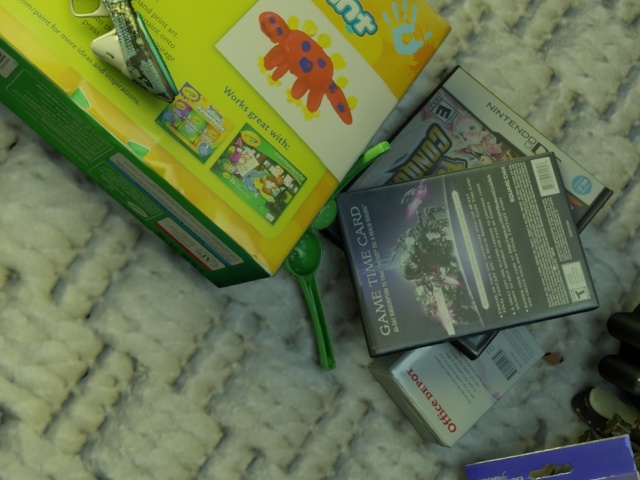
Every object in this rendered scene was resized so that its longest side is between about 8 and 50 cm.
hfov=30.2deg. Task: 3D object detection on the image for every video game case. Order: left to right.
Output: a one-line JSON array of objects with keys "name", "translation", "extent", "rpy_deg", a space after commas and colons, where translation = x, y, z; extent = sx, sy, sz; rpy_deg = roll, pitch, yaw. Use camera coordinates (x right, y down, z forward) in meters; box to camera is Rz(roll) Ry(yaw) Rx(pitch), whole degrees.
[{"name": "video game case", "translation": [0.168, 0.014, 1.381], "extent": [0.274, 0.026, 0.196], "rpy_deg": [-12, 76, -8]}, {"name": "video game case", "translation": [0.174, -0.038, 1.427], "extent": [0.248, 0.035, 0.275], "rpy_deg": [41, 74, 6]}]

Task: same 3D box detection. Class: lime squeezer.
[{"name": "lime squeezer", "translation": [0.000, 0.000, 1.344], "extent": [0.059, 0.110, 0.310], "rpy_deg": [-8, 129, -29]}]

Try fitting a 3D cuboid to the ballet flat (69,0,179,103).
[{"name": "ballet flat", "translation": [-0.195, -0.208, 1.111], "extent": [0.070, 0.070, 0.188], "rpy_deg": [-23, 92, -21]}]

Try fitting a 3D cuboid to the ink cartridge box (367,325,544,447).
[{"name": "ink cartridge box", "translation": [0.164, 0.146, 1.446], "extent": [0.175, 0.072, 0.127], "rpy_deg": [-41, 103, -17]}]

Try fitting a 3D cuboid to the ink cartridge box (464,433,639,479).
[{"name": "ink cartridge box", "translation": [0.294, 0.354, 1.430], "extent": [0.206, 0.045, 0.208], "rpy_deg": [-14, 94, 10]}]

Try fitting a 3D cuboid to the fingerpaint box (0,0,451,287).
[{"name": "fingerpaint box", "translation": [-0.140, -0.232, 1.261], "extent": [0.445, 0.163, 0.371], "rpy_deg": [41, 67, -16]}]

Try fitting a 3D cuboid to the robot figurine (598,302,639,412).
[{"name": "robot figurine", "translation": [0.502, 0.155, 1.528], "extent": [0.278, 0.209, 0.173], "rpy_deg": [7, 47, -22]}]

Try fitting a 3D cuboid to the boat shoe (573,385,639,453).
[{"name": "boat shoe", "translation": [0.386, 0.239, 1.555], "extent": [0.133, 0.042, 0.049], "rpy_deg": [39, 54, -17]}]

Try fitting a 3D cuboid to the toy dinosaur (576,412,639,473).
[{"name": "toy dinosaur", "translation": [0.418, 0.293, 1.487], "extent": [0.160, 0.121, 0.313], "rpy_deg": [35, 117, -8]}]
